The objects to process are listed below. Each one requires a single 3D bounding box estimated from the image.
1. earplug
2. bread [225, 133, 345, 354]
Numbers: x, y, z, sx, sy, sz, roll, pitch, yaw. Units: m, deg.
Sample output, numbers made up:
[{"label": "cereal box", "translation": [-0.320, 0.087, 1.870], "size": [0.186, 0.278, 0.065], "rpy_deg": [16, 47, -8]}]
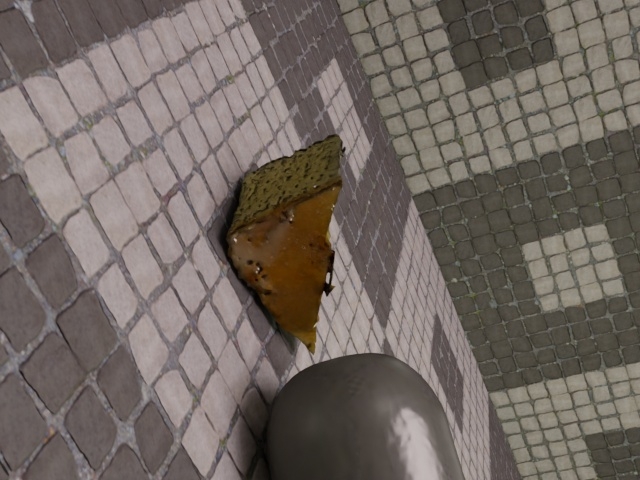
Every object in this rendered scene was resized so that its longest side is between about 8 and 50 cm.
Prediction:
[{"label": "earplug", "translation": [0.077, 0.384, 1.195], "size": [0.313, 0.313, 0.394], "rpy_deg": [27, 48, -65]}, {"label": "bread", "translation": [0.000, 0.000, 1.393], "size": [0.315, 0.279, 0.248], "rpy_deg": [48, 22, -28]}]
